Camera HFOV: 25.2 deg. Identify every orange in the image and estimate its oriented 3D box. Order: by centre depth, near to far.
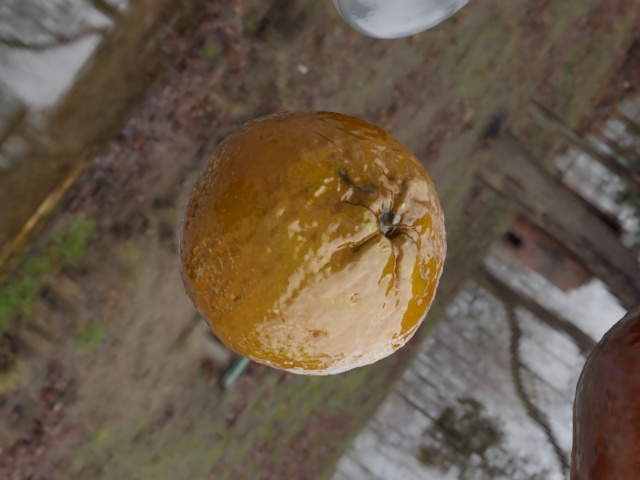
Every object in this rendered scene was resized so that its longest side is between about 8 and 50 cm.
[{"bbox_3d":[0.000,-0.002,0.708,0.117,0.135,0.135,-42,-175,44],"label":"orange"}]

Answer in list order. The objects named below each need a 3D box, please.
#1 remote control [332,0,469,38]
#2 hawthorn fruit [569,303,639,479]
[{"bbox_3d":[0.105,-0.288,0.977,0.221,0.103,0.332,-12,134,-55],"label":"remote control"},{"bbox_3d":[0.272,0.122,0.818,0.231,0.263,0.235,25,59,-62],"label":"hawthorn fruit"}]
